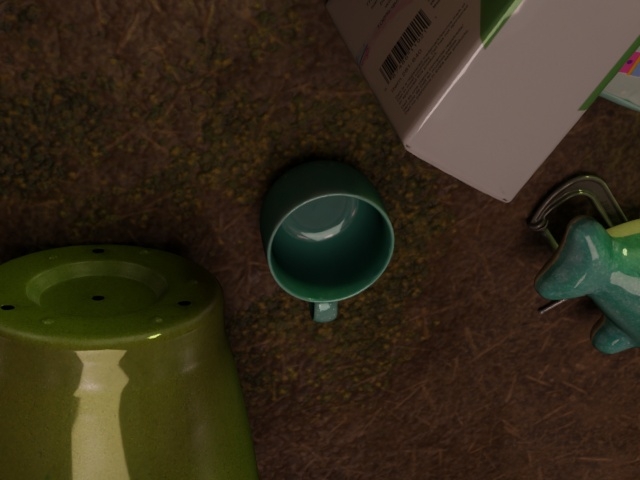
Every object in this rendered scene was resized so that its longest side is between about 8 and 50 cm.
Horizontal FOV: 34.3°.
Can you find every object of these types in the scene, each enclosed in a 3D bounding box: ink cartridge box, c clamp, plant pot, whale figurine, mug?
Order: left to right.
[{"bbox_3d":[-0.219,0.204,1.032,0.366,0.366,0.353,-1,112,-11],"label":"plant pot"},{"bbox_3d":[-0.005,-0.007,1.063,0.129,0.097,0.158,27,115,-26],"label":"mug"},{"bbox_3d":[0.130,-0.197,0.859,0.117,0.278,0.201,25,115,-28],"label":"ink cartridge box"},{"bbox_3d":[0.285,0.004,1.174,0.137,0.022,0.161,-28,124,8],"label":"c clamp"},{"bbox_3d":[0.370,0.051,1.136,0.272,0.141,0.216,12,120,-30],"label":"whale figurine"}]

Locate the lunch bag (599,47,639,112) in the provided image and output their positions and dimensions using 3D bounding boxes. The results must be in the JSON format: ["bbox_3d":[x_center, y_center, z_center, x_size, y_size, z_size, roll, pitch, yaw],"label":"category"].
[{"bbox_3d":[0.319,-0.243,0.940,0.223,0.160,0.262,17,112,-22],"label":"lunch bag"}]
